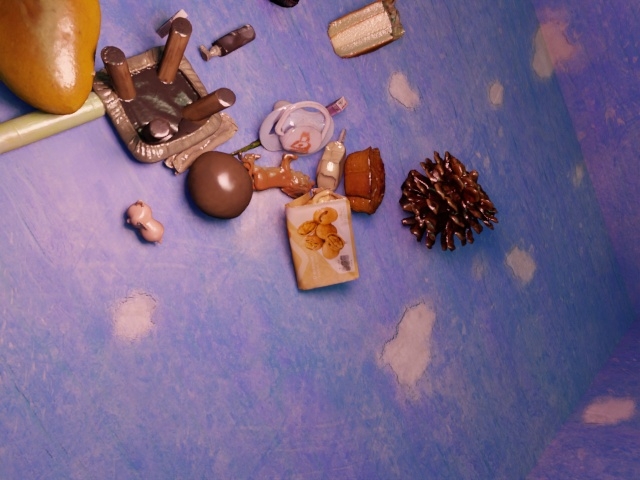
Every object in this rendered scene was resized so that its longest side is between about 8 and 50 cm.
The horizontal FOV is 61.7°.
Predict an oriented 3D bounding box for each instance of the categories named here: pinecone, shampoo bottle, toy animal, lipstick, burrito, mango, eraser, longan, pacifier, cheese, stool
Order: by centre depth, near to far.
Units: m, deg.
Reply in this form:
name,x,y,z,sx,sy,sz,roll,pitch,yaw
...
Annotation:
name,x,y,z,sx,sy,sz,roll,pitch,yaw
mango,-0.696,-0.531,1.341,0.301,0.220,0.445,-18,97,-23
lipstick,-0.717,-0.312,1.405,0.304,0.076,0.076,-33,105,-33
stool,-0.433,-0.418,1.504,0.310,0.226,0.310,-36,99,-29
toy animal,-0.501,-0.052,1.539,0.089,0.083,0.150,-52,127,-41
eraser,-0.444,-0.647,1.601,0.029,0.122,0.052,44,63,-28
longan,-0.301,-0.163,1.624,0.196,0.196,0.220,-41,122,-31
burrito,-0.369,-0.297,1.667,0.082,0.059,0.275,50,60,-14
shampoo bottle,-0.302,-0.642,1.743,0.207,0.057,0.063,-42,110,-31
toy animal,-0.149,-0.215,1.800,0.312,0.097,0.157,-5,95,-35
pacifier,-0.086,-0.409,1.831,0.279,0.227,0.207,5,43,-38
cheese,0.051,-0.301,1.931,0.082,0.163,0.286,13,55,6
pinecone,0.495,-0.135,2.113,0.397,0.397,0.398,3,84,-36

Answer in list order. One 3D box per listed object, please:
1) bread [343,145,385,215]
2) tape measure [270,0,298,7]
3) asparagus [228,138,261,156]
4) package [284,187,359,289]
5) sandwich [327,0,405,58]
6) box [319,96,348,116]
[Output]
name,x,y,z,sx,sy,sz,roll,pitch,yaw
bread,0.172,-0.217,1.967,0.232,0.135,0.247,-17,106,-66
tape measure,-0.116,-0.906,1.812,0.135,0.202,0.223,11,65,-33
asparagus,-0.275,-0.287,1.757,0.022,0.023,0.233,40,53,24
package,0.000,-0.014,1.845,0.221,0.165,0.311,-11,114,-2
sandwich,0.179,-0.799,2.018,0.227,0.198,0.155,-30,104,-34
box,0.048,-0.480,1.946,0.036,0.117,0.050,50,63,-17
